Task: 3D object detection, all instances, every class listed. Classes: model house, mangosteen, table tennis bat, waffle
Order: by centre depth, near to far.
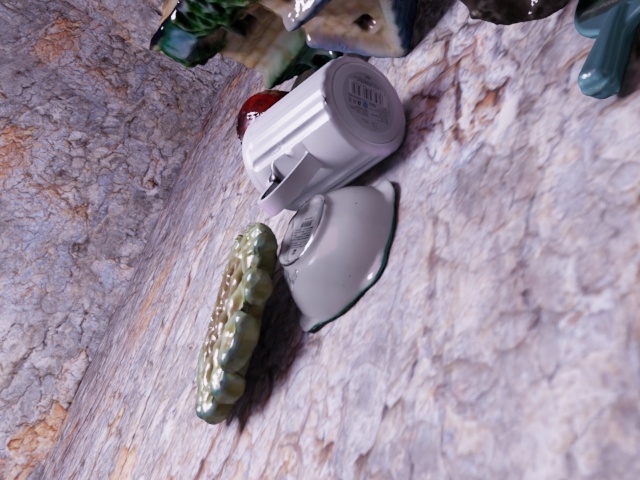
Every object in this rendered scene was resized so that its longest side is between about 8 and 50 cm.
[{"bbox_3d":[0.268,-0.204,0.501,0.201,0.033,0.124,-62,18,-19],"label":"table tennis bat"},{"bbox_3d":[-0.130,0.114,0.867,0.309,0.056,0.292,-175,101,-74],"label":"waffle"},{"bbox_3d":[-0.020,-0.453,1.005,0.445,0.400,0.395,-28,49,51],"label":"model house"},{"bbox_3d":[-0.093,-0.213,1.161,0.166,0.166,0.180,-112,31,-64],"label":"mangosteen"}]

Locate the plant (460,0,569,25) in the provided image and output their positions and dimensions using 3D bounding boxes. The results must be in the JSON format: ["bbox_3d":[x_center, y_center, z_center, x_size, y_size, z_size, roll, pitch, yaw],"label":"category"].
[{"bbox_3d":[0.221,-0.341,0.608,0.146,0.149,0.275,12,47,23],"label":"plant"}]

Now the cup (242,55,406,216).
[{"bbox_3d":[0.005,-0.128,0.827,0.202,0.166,0.221,-27,54,49],"label":"cup"}]

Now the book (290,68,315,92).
[{"bbox_3d":[-0.032,-0.365,1.385,0.160,0.024,0.228,-64,22,-10],"label":"book"}]

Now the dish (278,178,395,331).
[{"bbox_3d":[0.000,0.000,0.762,0.224,0.078,0.246,-61,21,0],"label":"dish"}]
